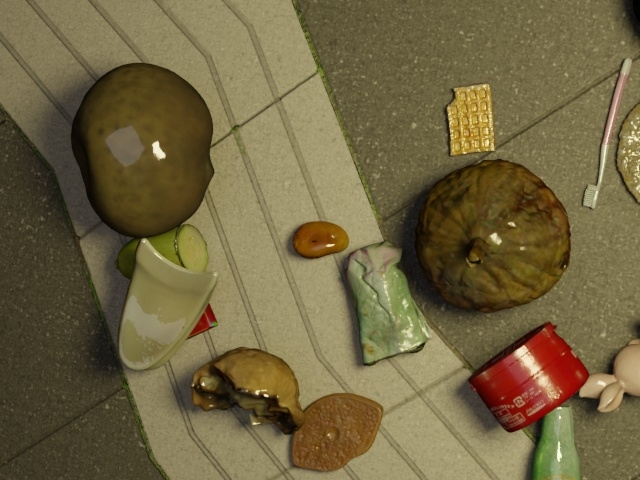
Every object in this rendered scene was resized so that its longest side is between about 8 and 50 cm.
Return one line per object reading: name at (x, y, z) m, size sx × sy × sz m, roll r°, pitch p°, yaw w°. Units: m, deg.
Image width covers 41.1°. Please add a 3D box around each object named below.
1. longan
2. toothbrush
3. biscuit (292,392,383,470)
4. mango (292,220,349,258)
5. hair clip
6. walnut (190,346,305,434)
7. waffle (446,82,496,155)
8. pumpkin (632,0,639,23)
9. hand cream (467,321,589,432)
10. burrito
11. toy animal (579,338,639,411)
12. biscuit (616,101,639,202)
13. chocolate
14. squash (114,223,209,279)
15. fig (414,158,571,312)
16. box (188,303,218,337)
longan at (-0.354, -0.180, 1.717) m, size 0.288 × 0.288 × 0.350 m, roll -6°, pitch 87°, yaw 15°
toothbrush at (0.536, -0.200, 1.596) m, size 0.025 × 0.020 × 0.286 m, roll 15°, pitch 94°, yaw 22°
biscuit at (0.028, 0.384, 1.727) m, size 0.221 × 0.029 × 0.142 m, roll -39°, pitch 80°, yaw 13°
mango at (0.000, 0.000, 1.722) m, size 0.114 × 0.060 × 0.080 m, roll 3°, pitch 74°, yaw 17°
hair clip at (-0.327, 0.148, 1.730) m, size 0.172 × 0.113 × 0.282 m, roll 24°, pitch 98°, yaw 0°
walnut at (-0.131, 0.282, 1.695) m, size 0.238 × 0.204 × 0.141 m, roll 17°, pitch 62°, yaw 8°
waffle at (0.291, -0.235, 1.663) m, size 0.092 × 0.021 × 0.135 m, roll -7°, pitch 88°, yaw 15°
pumpkin at (0.670, -0.435, 1.471) m, size 0.250 × 0.216 × 0.250 m, roll 19°, pitch 117°, yaw 41°
hand cream at (0.377, 0.248, 1.550) m, size 0.193 × 0.193 × 0.125 m, roll -37°, pitch 83°, yaw 12°
burrito at (0.119, 0.122, 1.677) m, size 0.144 × 0.089 × 0.229 m, roll -18°, pitch 87°, yaw 12°
toy animal at (0.573, 0.237, 1.540) m, size 0.212 × 0.124 × 0.124 m, roll -44°, pitch 79°, yaw 11°
biscuit at (0.624, -0.198, 1.566) m, size 0.133 × 0.032 × 0.250 m, roll 39°, pitch 100°, yaw 14°
chocolate at (0.435, 0.450, 1.581) m, size 0.110 × 0.110 × 0.291 m, roll 2°, pitch 88°, yaw 15°
squash at (-0.342, 0.038, 1.787) m, size 0.187 × 0.123 × 0.123 m, roll -13°, pitch 86°, yaw 17°
fig at (0.301, 0.007, 1.489) m, size 0.286 × 0.369 × 0.286 m, roll 1°, pitch 99°, yaw 10°
box at (-0.318, 0.165, 1.814) m, size 0.175 × 0.048 × 0.112 m, roll -26°, pitch 83°, yaw 14°
